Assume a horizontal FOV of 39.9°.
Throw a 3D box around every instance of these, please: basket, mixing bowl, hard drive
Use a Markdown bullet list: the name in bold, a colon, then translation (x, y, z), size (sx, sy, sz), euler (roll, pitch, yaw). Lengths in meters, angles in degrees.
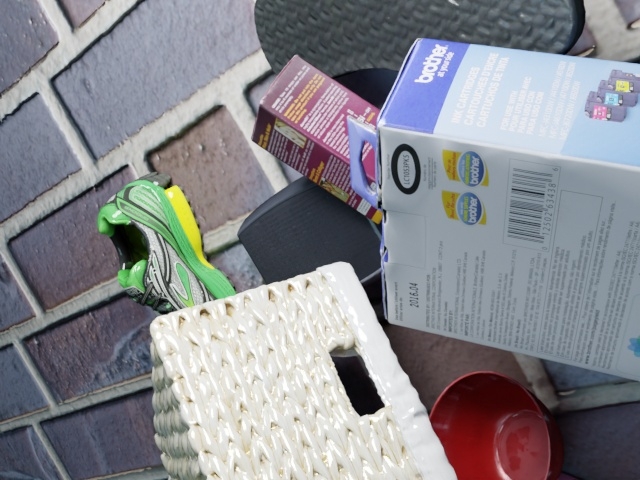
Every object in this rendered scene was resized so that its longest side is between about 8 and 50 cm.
- **basket**: translation (-0.042, 0.260, 1.086), size (0.331, 0.266, 0.328), euler (104, 147, -52)
- **mixing bowl**: translation (0.227, 0.253, 1.076), size (0.181, 0.098, 0.181), euler (-15, 70, 45)
- **hard drive**: translation (0.000, 0.000, 1.174), size (0.254, 0.054, 0.172), euler (-27, 95, 44)

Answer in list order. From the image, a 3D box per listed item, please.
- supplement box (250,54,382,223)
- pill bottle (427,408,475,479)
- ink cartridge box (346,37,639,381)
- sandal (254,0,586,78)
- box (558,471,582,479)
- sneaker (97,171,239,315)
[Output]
- **supplement box**: translation (0.021, -0.114, 1.025), size (0.188, 0.081, 0.104), euler (34, 160, 3)
- **pill bottle**: translation (0.166, 0.342, 1.170), size (0.123, 0.123, 0.219), euler (-34, 81, 44)
- **ink cartridge box**: translation (0.202, -0.028, 0.827), size (0.395, 0.151, 0.270), euler (10, 137, 16)
- **sandal**: translation (0.095, -0.256, 0.941), size (0.445, 0.107, 0.168), euler (12, 122, 49)
- **box**: translation (0.332, 0.410, 1.015), size (0.243, 0.213, 0.117), euler (18, 124, 32)
- **sneaker**: translation (-0.232, 0.077, 1.341), size (0.134, 0.146, 0.344), euler (-22, 99, 44)
